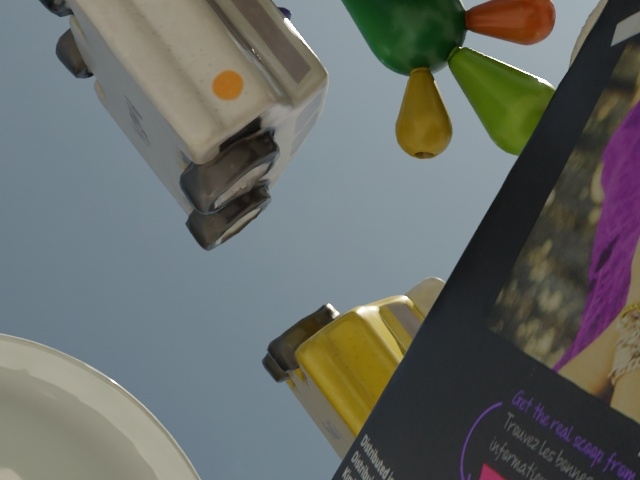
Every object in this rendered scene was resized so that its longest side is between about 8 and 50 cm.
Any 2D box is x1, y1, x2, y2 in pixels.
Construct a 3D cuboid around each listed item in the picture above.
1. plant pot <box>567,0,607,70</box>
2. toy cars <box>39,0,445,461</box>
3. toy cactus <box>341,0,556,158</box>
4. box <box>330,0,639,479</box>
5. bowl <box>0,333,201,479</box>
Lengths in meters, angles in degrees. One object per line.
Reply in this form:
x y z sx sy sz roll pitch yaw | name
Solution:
0.467 -0.109 1.650 0.334 0.334 0.305 -47 -39 -9 | plant pot
0.000 0.000 0.623 0.087 0.176 0.393 -37 -45 -8 | toy cars
0.004 -0.110 0.543 0.219 0.180 0.112 45 -111 -21 | toy cactus
0.127 0.046 0.372 0.165 0.143 0.270 25 -80 -26 | box
-0.203 0.200 0.778 0.298 0.134 0.298 7 -106 -26 | bowl
